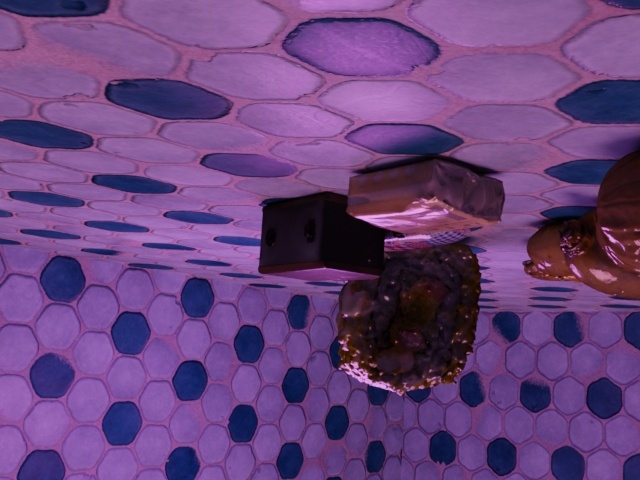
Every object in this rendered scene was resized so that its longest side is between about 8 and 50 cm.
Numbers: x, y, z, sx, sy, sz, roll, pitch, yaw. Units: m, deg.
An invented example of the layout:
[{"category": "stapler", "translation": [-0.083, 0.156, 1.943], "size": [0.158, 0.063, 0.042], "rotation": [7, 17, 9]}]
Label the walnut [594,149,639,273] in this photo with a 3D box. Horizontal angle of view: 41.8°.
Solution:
[{"category": "walnut", "translation": [0.501, -0.041, 1.190], "size": [0.213, 0.213, 0.213], "rotation": [4, 171, 1]}]

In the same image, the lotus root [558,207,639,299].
[{"category": "lotus root", "translation": [0.567, 0.021, 1.595], "size": [0.342, 0.169, 0.151], "rotation": [11, -175, -29]}]

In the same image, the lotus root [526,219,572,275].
[{"category": "lotus root", "translation": [0.527, 0.015, 1.766], "size": [0.125, 0.118, 0.221], "rotation": [-9, 177, -29]}]

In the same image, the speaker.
[{"category": "speaker", "translation": [0.000, 0.000, 1.749], "size": [0.192, 0.153, 0.231], "rotation": [10, 169, -37]}]

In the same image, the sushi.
[{"category": "sushi", "translation": [0.205, 0.183, 2.097], "size": [0.351, 0.397, 0.240], "rotation": [10, 174, -6]}]

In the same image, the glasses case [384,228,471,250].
[{"category": "glasses case", "translation": [0.182, -0.020, 1.792], "size": [0.125, 0.076, 0.327], "rotation": [8, 171, -35]}]

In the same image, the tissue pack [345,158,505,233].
[{"category": "tissue pack", "translation": [0.178, -0.071, 1.428], "size": [0.186, 0.090, 0.222], "rotation": [13, 166, -36]}]

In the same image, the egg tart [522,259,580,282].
[{"category": "egg tart", "translation": [0.605, 0.050, 2.015], "size": [0.234, 0.094, 0.234], "rotation": [3, 174, 0]}]
